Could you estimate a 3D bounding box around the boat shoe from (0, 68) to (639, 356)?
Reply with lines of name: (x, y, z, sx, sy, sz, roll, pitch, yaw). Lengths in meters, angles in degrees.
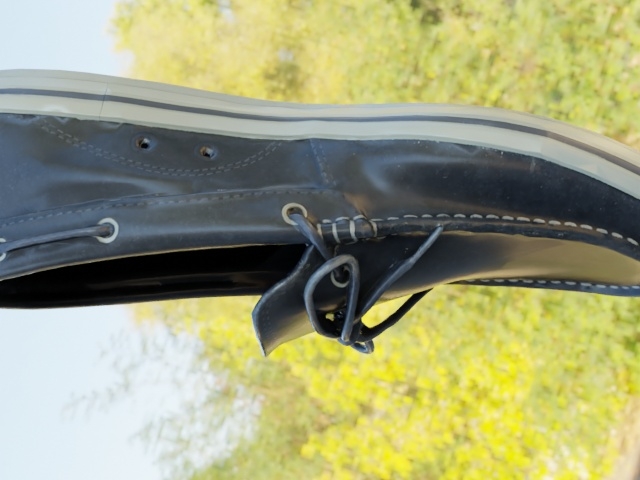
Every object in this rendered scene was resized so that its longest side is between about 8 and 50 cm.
boat shoe: (0.000, 0.000, 0.777, 0.187, 0.499, 0.156, 95, -179, -72)

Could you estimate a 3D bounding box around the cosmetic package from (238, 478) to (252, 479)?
cosmetic package: (-0.054, 0.403, 1.212, 0.153, 0.296, 0.129, -43, -18, 11)
